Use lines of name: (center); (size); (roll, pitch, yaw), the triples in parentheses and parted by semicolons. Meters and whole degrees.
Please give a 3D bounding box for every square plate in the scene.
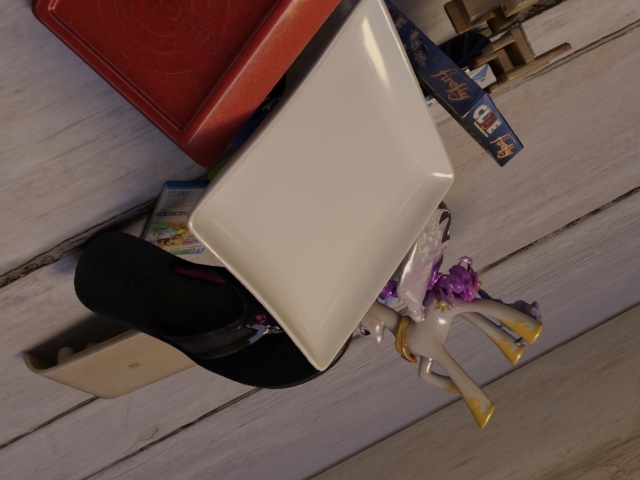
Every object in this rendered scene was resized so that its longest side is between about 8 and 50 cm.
square plate: (0.019, -0.060, 0.894); (0.347, 0.049, 0.344); (-54, 140, -17)

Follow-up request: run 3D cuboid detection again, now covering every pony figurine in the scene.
pony figurine: (0.223, 0.121, 1.398); (0.351, 0.363, 0.303); (-62, 167, 9)

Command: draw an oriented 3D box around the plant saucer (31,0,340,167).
plant saucer: (-0.146, -0.235, 0.716); (0.259, 0.258, 0.048); (-46, -177, 28)

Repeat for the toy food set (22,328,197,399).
toy food set: (-0.353, 0.191, 1.366); (0.306, 0.092, 0.220); (-23, 152, 7)

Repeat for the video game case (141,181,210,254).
video game case: (-0.218, -0.033, 1.186); (0.119, 0.015, 0.166); (-4, 142, -37)

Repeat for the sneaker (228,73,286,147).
sneaker: (-0.115, -0.186, 0.869); (0.127, 0.182, 0.315); (-24, 149, -3)

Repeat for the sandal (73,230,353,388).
sandal: (-0.175, 0.097, 1.041); (0.107, 0.445, 0.168); (34, 70, -70)

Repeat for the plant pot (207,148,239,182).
plant pot: (0.001, -0.050, 1.136); (0.227, 0.207, 0.228); (-37, 151, 4)

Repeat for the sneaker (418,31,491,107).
sneaker: (0.174, -0.234, 1.136); (0.211, 0.080, 0.081); (-27, 148, -2)

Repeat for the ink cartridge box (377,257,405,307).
ink cartridge box: (0.094, 0.102, 1.587); (0.190, 0.082, 0.140); (-17, 148, -16)

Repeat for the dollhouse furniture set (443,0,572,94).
dollhouse furniture set: (0.241, -0.315, 0.854); (0.161, 0.212, 0.242); (-28, -178, -2)

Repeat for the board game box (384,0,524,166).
board game box: (0.159, -0.217, 0.983); (0.042, 0.243, 0.165); (-43, 148, 12)
